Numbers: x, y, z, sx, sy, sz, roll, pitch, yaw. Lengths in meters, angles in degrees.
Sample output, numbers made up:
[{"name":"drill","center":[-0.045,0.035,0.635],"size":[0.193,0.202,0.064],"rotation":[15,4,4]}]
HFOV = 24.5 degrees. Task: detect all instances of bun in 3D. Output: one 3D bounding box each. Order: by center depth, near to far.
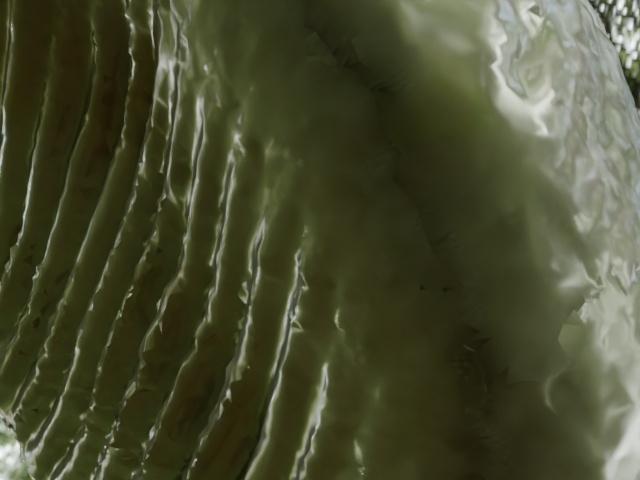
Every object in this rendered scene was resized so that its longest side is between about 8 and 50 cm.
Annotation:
[{"name":"bun","center":[0.000,0.000,0.580],"size":[0.365,0.219,0.365],"rotation":[28,-50,39]}]
